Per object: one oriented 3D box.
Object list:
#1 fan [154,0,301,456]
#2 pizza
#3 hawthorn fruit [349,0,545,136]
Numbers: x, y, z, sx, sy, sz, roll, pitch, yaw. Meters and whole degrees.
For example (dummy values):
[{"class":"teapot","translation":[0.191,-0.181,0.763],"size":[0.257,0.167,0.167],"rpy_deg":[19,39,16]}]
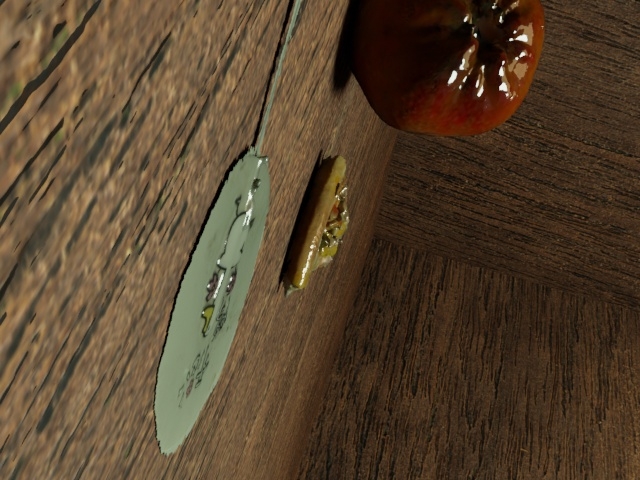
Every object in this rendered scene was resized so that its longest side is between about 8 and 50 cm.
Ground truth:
[{"class":"fan","translation":[-0.050,-0.036,0.617],"size":[0.233,0.012,0.414],"rpy_deg":[-42,148,-81]},{"class":"pizza","translation":[0.000,0.000,1.045],"size":[0.195,0.052,0.185],"rpy_deg":[88,22,-73]},{"class":"hawthorn fruit","translation":[0.127,-0.222,0.980],"size":[0.261,0.224,0.224],"rpy_deg":[178,-71,-72]}]
